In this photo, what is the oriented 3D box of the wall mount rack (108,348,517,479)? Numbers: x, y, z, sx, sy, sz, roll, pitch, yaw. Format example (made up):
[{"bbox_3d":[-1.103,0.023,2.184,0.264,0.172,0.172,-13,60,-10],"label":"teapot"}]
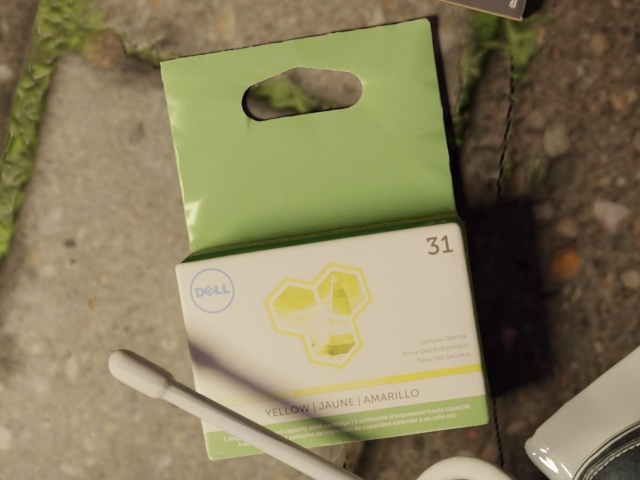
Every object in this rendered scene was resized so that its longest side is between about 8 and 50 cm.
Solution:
[{"bbox_3d":[-0.031,0.235,0.852,0.304,0.130,0.350,48,124,35],"label":"wall mount rack"}]

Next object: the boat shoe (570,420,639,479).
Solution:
[{"bbox_3d":[0.212,0.114,0.802,0.183,0.083,0.065,-22,75,18],"label":"boat shoe"}]

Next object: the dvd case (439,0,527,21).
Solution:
[{"bbox_3d":[0.031,-0.233,0.866,0.221,0.018,0.165,15,99,3],"label":"dvd case"}]

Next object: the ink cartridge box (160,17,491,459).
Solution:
[{"bbox_3d":[0.000,0.000,0.883,0.171,0.056,0.235,-8,99,6],"label":"ink cartridge box"}]

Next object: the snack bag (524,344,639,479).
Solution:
[{"bbox_3d":[0.323,0.126,0.824,0.342,0.037,0.323,-39,72,7],"label":"snack bag"}]
